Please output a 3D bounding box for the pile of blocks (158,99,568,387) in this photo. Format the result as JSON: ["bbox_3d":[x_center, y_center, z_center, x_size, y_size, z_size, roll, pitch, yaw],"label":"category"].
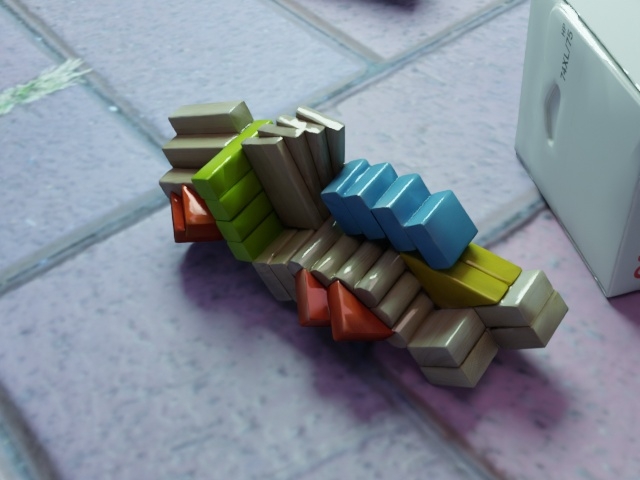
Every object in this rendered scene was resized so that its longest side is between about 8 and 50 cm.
[{"bbox_3d":[0.000,0.000,0.660,0.362,0.148,0.112,24,54,25],"label":"pile of blocks"}]

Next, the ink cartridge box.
[{"bbox_3d":[0.325,-0.113,0.700,0.270,0.198,0.197,-14,48,-6],"label":"ink cartridge box"}]
